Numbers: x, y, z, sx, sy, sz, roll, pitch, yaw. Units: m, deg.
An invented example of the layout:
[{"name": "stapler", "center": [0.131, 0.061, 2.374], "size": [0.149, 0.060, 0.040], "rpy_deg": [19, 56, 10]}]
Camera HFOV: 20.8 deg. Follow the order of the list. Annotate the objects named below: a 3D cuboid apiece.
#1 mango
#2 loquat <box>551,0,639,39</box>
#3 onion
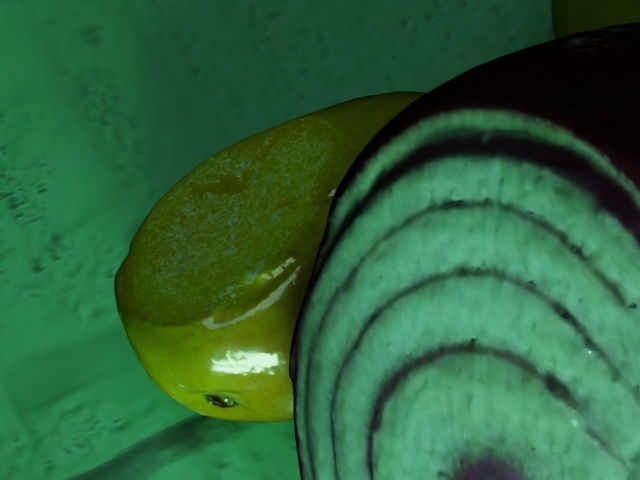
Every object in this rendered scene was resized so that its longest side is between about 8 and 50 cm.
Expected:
[{"name": "mango", "center": [0.001, 0.004, 0.861], "size": [0.141, 0.102, 0.217], "rpy_deg": [28, 61, 37]}, {"name": "loquat", "center": [0.220, -0.115, 0.874], "size": [0.208, 0.208, 0.208], "rpy_deg": [1, 66, -2]}, {"name": "onion", "center": [0.149, 0.070, 0.739], "size": [0.260, 0.337, 0.282], "rpy_deg": [-14, 22, -40]}]
